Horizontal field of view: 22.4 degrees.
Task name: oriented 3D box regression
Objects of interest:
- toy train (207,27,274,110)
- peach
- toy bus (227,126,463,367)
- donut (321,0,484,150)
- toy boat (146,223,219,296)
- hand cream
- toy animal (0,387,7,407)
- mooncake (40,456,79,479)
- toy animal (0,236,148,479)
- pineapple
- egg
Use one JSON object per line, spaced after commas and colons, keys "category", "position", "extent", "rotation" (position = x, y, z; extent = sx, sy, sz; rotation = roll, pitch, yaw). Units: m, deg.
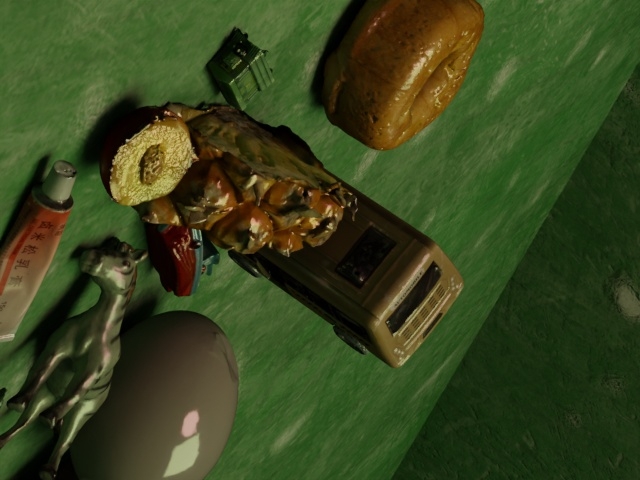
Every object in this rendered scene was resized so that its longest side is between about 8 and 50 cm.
{"category": "toy train", "position": [-0.078, -0.168, 1.594], "extent": [0.056, 0.038, 0.093], "rotation": [-45, 164, -7]}
{"category": "peach", "position": [-0.167, -0.082, 1.472], "extent": [0.098, 0.061, 0.098], "rotation": [-27, 134, -32]}
{"category": "toy bus", "position": [0.000, 0.000, 1.739], "extent": [0.139, 0.289, 0.157], "rotation": [-50, 153, -9]}
{"category": "donut", "position": [0.094, -0.210, 1.873], "extent": [0.226, 0.114, 0.226], "rotation": [-47, 164, -17]}
{"category": "toy boat", "position": [-0.144, 0.004, 1.708], "extent": [0.058, 0.069, 0.173], "rotation": [-33, 160, -17]}
{"category": "hand cream", "position": [-0.266, 0.017, 1.443], "extent": [0.216, 0.052, 0.038], "rotation": [-61, -155, 31]}
{"category": "toy animal", "position": [-0.381, 0.241, 1.526], "extent": [0.079, 0.070, 0.253], "rotation": [-27, -170, 46]}
{"category": "mooncake", "position": [-0.302, 0.393, 1.902], "extent": [0.326, 0.174, 0.334], "rotation": [-53, 168, 11]}
{"category": "toy animal", "position": [-0.251, 0.130, 1.622], "extent": [0.255, 0.089, 0.170], "rotation": [-60, 175, 34]}
{"category": "pineapple", "position": [-0.084, -0.063, 1.611], "extent": [0.236, 0.186, 0.114], "rotation": [19, 118, -28]}
{"category": "egg", "position": [-0.180, 0.185, 1.797], "extent": [0.232, 0.176, 0.176], "rotation": [-58, 168, -24]}
